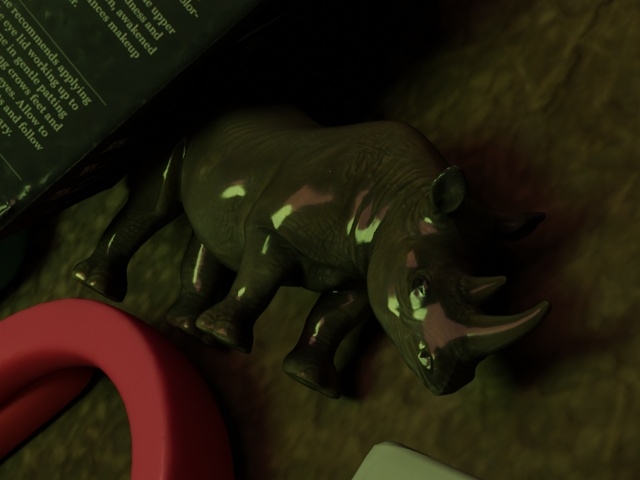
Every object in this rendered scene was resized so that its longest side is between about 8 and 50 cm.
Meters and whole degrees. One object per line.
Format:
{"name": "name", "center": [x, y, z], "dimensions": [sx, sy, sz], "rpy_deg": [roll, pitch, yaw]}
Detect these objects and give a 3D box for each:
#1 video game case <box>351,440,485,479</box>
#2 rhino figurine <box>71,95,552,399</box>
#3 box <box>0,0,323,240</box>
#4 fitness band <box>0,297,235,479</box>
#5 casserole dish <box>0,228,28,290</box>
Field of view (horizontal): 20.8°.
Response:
{"name": "video game case", "center": [0.017, 0.223, 0.392], "dimensions": [0.329, 0.036, 0.300], "rpy_deg": [-57, 31, -11]}
{"name": "rhino figurine", "center": [0.000, 0.000, 0.678], "dimensions": [0.243, 0.073, 0.106], "rpy_deg": [17, 78, 51]}
{"name": "box", "center": [-0.079, -0.111, 0.754], "dimensions": [0.207, 0.108, 0.153], "rpy_deg": [-40, 0, 16]}
{"name": "fitness band", "center": [-0.152, 0.150, 0.752], "dimensions": [0.291, 0.054, 0.209], "rpy_deg": [-42, 41, 20]}
{"name": "casserole dish", "center": [-0.220, 0.011, 0.920], "dimensions": [0.188, 0.037, 0.114], "rpy_deg": [-30, 45, 20]}
